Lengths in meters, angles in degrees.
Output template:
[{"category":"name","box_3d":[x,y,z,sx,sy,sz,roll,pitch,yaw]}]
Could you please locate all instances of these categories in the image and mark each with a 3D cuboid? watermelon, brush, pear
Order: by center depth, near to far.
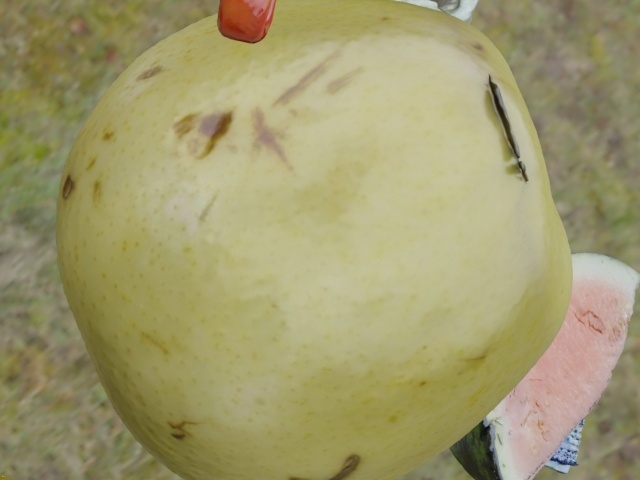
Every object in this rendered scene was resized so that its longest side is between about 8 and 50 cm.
[{"category":"pear","box_3d":[0.000,0.000,1.128,0.309,0.309,0.309,19,55,-28]},{"category":"watermelon","box_3d":[0.161,0.088,1.441,0.119,0.063,0.245,41,53,-8]},{"category":"brush","box_3d":[0.214,0.106,1.616,0.033,0.030,0.178,16,75,-13]}]

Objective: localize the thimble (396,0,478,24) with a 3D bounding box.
[{"category":"thimble","box_3d":[0.027,-0.205,1.421,0.137,0.143,0.190,-42,105,-32]}]

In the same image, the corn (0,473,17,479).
[{"category":"corn","box_3d":[-0.240,0.189,1.220,0.318,0.115,0.115,17,53,-5]}]

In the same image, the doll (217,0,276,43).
[{"category":"doll","box_3d":[0.013,-0.220,0.553,0.105,0.200,0.336,12,87,-1]}]
